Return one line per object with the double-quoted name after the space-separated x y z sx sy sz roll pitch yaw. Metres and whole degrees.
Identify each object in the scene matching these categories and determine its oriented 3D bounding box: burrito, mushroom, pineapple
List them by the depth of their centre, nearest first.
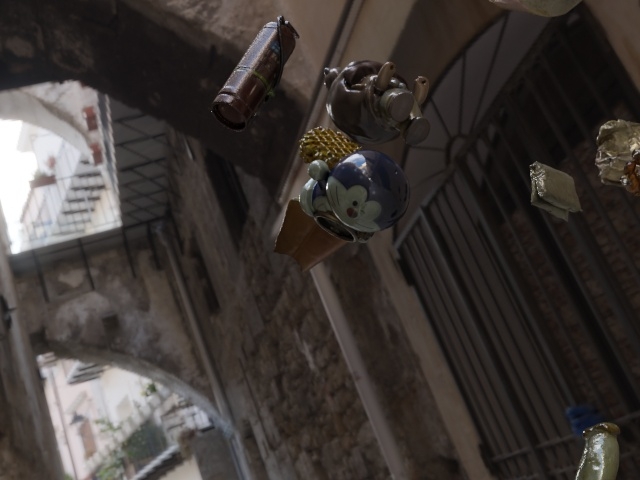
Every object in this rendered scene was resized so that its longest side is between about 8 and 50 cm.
0.671 -0.168 1.333 0.233 0.079 0.135 -19 -46 -14 "pineapple"
0.801 -0.195 1.719 0.347 0.175 0.107 -1 1 -17 "burrito"
0.653 0.573 1.729 0.312 0.081 0.100 -61 5 -36 "mushroom"

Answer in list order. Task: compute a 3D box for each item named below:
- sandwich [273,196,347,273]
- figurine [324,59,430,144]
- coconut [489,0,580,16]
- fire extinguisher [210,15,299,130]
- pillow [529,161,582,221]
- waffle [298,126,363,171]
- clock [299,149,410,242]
0.000 0.000 1.967 0.220 0.186 0.108 19 11 5 "sandwich"
0.147 -0.323 1.750 0.248 0.380 0.203 22 -81 -23 "figurine"
0.598 -0.765 1.968 0.297 0.309 0.298 -6 -67 -15 "coconut"
-0.136 -0.407 1.732 0.105 0.341 0.141 18 -29 18 "fire extinguisher"
0.659 -0.142 2.058 0.181 0.134 0.077 17 -26 -34 "pillow"
0.034 -0.237 2.002 0.197 0.193 0.070 18 -57 -13 "waffle"
0.063 -0.087 1.374 0.147 0.199 0.243 -55 18 -19 "clock"
